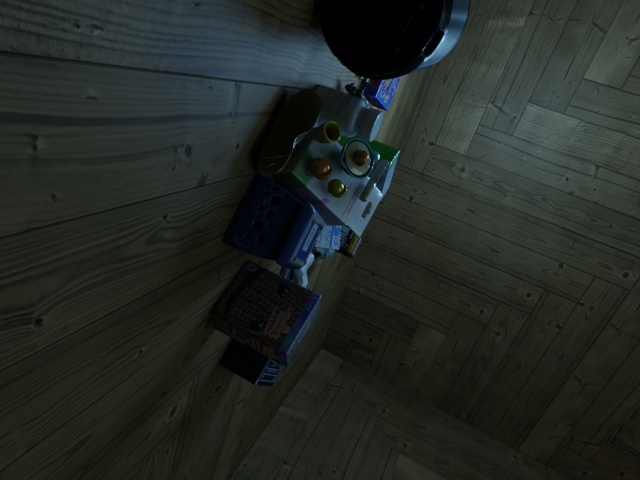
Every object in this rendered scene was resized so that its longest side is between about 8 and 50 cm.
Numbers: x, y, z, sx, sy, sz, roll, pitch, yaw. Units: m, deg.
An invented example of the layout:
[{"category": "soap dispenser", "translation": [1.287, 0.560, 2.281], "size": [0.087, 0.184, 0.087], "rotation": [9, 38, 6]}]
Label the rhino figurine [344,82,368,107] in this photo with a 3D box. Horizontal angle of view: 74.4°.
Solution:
[{"category": "rhino figurine", "translation": [0.137, -0.539, 1.656], "size": [0.073, 0.107, 0.243], "rotation": [-63, 167, -15]}]

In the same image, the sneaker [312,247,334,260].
[{"category": "sneaker", "translation": [0.000, 0.000, 2.082], "size": [0.122, 0.110, 0.282], "rotation": [-30, 139, -20]}]

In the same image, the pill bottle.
[{"category": "pill bottle", "translation": [0.082, -0.415, 1.395], "size": [0.131, 0.230, 0.131], "rotation": [-59, 166, -25]}]

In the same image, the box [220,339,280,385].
[{"category": "box", "translation": [-0.238, 0.440, 1.778], "size": [0.293, 0.183, 0.296], "rotation": [-63, 165, -15]}]

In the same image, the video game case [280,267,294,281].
[{"category": "video game case", "translation": [-0.116, 0.077, 1.947], "size": [0.204, 0.025, 0.284], "rotation": [-42, 153, -60]}]

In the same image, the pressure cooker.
[{"category": "pressure cooker", "translation": [0.228, -0.667, 1.223], "size": [0.420, 0.370, 0.375], "rotation": [-41, 156, -53]}]

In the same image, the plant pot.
[{"category": "plant pot", "translation": [-0.124, -0.040, 1.311], "size": [0.235, 0.212, 0.236], "rotation": [-64, 166, -4]}]

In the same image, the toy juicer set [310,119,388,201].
[{"category": "toy juicer set", "translation": [0.109, -0.228, 1.356], "size": [0.329, 0.090, 0.209], "rotation": [20, 78, -37]}]

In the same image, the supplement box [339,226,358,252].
[{"category": "supplement box", "translation": [0.110, -0.010, 2.292], "size": [0.129, 0.194, 0.191], "rotation": [-64, 167, -8]}]

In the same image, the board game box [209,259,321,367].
[{"category": "board game box", "translation": [-0.180, 0.245, 1.426], "size": [0.232, 0.291, 0.141], "rotation": [-58, 165, -31]}]

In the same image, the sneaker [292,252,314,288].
[{"category": "sneaker", "translation": [-0.102, 0.153, 1.955], "size": [0.094, 0.080, 0.212], "rotation": [-2, 109, -62]}]

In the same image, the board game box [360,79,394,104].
[{"category": "board game box", "translation": [0.294, -0.751, 1.945], "size": [0.233, 0.078, 0.347], "rotation": [-68, 166, 13]}]

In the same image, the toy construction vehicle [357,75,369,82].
[{"category": "toy construction vehicle", "translation": [0.182, -0.695, 1.726], "size": [0.098, 0.035, 0.086], "rotation": [-68, 156, -2]}]

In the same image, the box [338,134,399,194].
[{"category": "box", "translation": [0.194, -0.336, 1.899], "size": [0.126, 0.262, 0.231], "rotation": [-55, 164, -36]}]

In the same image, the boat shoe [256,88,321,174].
[{"category": "boat shoe", "translation": [-0.099, -0.314, 1.212], "size": [0.285, 0.105, 0.089], "rotation": [-57, -157, -14]}]

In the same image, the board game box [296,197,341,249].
[{"category": "board game box", "translation": [-0.002, -0.122, 1.626], "size": [0.308, 0.086, 0.301], "rotation": [8, 88, -67]}]

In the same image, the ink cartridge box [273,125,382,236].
[{"category": "ink cartridge box", "translation": [0.036, -0.188, 1.434], "size": [0.353, 0.119, 0.207], "rotation": [43, 67, -31]}]
